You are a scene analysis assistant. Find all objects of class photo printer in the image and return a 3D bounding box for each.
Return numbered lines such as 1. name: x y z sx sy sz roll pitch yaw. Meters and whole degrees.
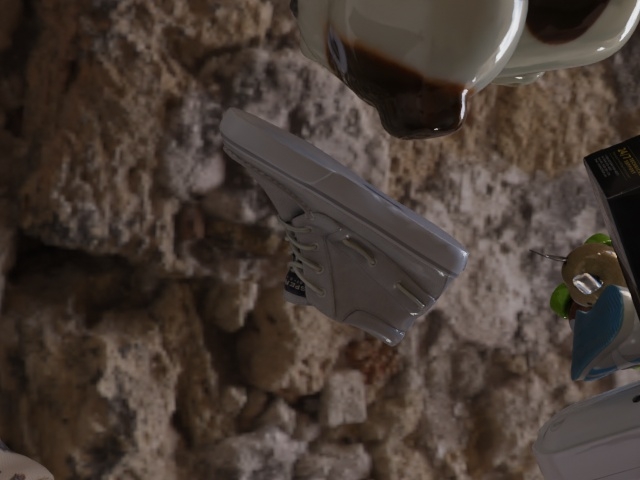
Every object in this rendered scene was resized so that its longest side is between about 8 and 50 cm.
1. photo printer: 0.407 0.265 1.204 0.256 0.107 0.307 48 -46 -11

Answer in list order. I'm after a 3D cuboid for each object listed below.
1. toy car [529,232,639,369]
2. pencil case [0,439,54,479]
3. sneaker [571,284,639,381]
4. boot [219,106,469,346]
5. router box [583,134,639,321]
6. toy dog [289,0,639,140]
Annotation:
1. toy car: 0.348 0.062 1.399 0.155 0.188 0.149 41 -75 44
2. pencil case: -0.340 0.057 0.694 0.160 0.183 0.410 -40 -107 -3
3. sneaker: 0.337 0.111 1.214 0.229 0.092 0.087 102 -6 -74
4. boot: 0.000 0.000 0.923 0.123 0.258 0.095 -55 -157 9
5. router box: 0.392 0.022 0.942 0.242 0.309 0.081 -21 -151 9
6. toy dog: 0.143 -0.234 1.066 0.395 0.408 0.285 26 -59 26
